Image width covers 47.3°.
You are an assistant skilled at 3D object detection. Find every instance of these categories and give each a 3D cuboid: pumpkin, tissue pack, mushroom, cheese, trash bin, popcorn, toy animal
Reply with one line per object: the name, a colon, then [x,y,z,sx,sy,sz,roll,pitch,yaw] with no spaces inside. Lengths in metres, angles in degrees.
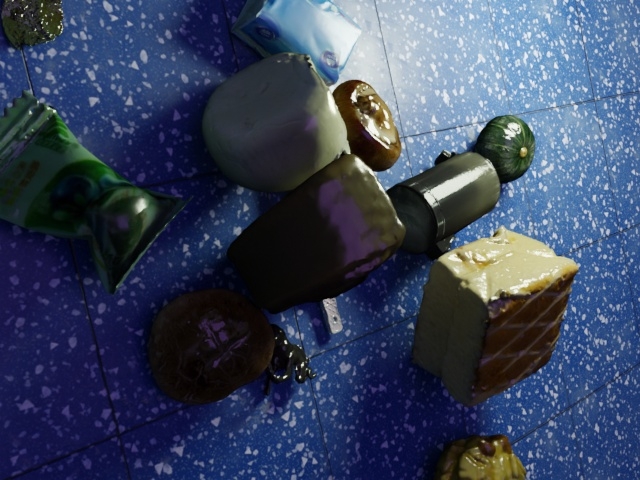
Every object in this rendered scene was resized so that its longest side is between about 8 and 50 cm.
pumpkin: [0.566,-0.280,2.249,0.212,0.152,0.211,-24,125,-40]
tissue pack: [-0.054,-0.522,1.809,0.263,0.146,0.198,36,67,-29]
mushroom: [-0.239,0.235,1.602,0.278,0.146,0.278,-3,97,-24]
cheese: [0.007,0.114,1.857,0.127,0.050,0.255,-19,97,-37]
mushroom: [0.111,-0.292,1.890,0.253,0.153,0.253,37,40,-39]
trash bin: [0.339,-0.107,2.032,0.302,0.203,0.252,-28,76,-36]
popcorn: [0.430,0.684,2.027,0.265,0.225,0.332,35,78,-35]
toy animal: [-0.109,0.271,1.752,0.232,0.085,0.148,54,47,-19]

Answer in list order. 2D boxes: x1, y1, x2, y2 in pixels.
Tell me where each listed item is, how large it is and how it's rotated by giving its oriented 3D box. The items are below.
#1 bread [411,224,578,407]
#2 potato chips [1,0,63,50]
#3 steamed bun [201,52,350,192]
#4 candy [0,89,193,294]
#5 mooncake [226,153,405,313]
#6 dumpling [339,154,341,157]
bread: [0.465,0.195,1.986,0.390,0.279,0.371,-22,128,-36]
potato chips: [-0.577,-0.478,1.492,0.142,0.026,0.209,44,63,-28]
steamed bun: [-0.100,-0.248,1.668,0.333,0.312,0.233,-103,168,-46]
candy: [-0.491,-0.094,1.442,0.398,0.172,0.262,36,61,-15]
mooncake: [0.000,0.000,1.612,0.246,0.393,0.394,59,18,1]
dumpling: [0.004,-0.140,1.833,0.162,0.132,0.250,-46,128,-40]
